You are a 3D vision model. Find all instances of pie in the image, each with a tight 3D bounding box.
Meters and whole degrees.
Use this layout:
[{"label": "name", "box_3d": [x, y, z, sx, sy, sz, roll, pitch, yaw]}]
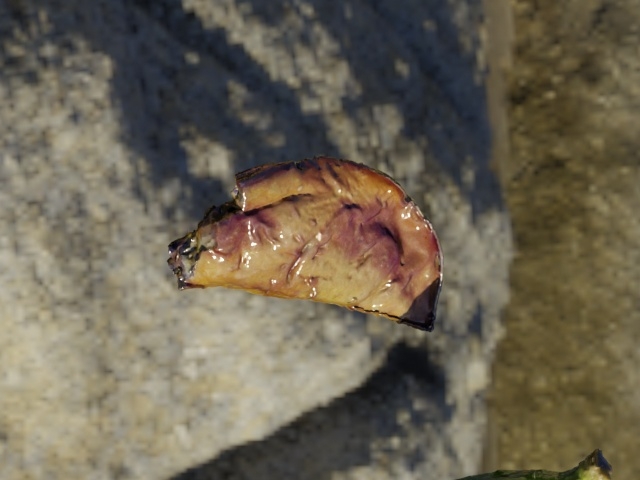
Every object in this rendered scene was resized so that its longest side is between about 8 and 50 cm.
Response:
[{"label": "pie", "box_3d": [0.000, 0.000, 0.950, 0.170, 0.034, 0.092, 7, 107, -27]}]

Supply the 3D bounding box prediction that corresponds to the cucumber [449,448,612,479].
[{"label": "cucumber", "box_3d": [0.060, 0.189, 0.922, 0.134, 0.244, 0.134, 42, 21, -20]}]
